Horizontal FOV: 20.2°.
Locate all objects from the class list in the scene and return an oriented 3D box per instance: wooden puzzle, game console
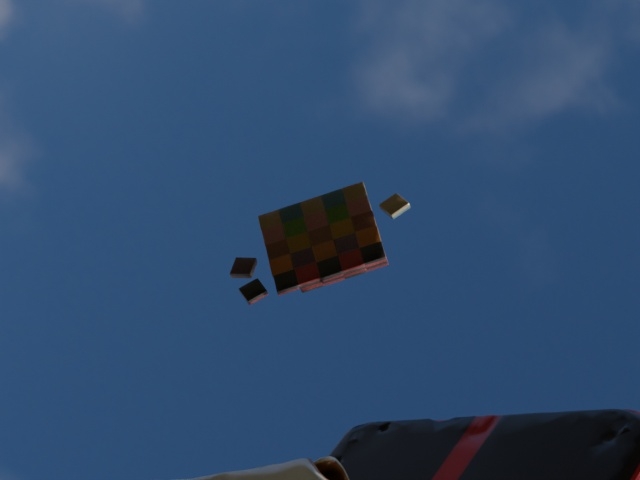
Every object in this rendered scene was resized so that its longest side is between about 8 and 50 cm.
[{"bbox_3d":[0.000,0.000,0.781,0.083,0.006,0.049,-18,-136,2],"label":"wooden puzzle"},{"bbox_3d":[0.067,0.266,1.352,0.342,0.060,0.386,-10,-152,42],"label":"game console"}]

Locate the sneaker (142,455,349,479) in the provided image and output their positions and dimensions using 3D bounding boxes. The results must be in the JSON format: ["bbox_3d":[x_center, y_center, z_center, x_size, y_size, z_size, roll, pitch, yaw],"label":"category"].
[{"bbox_3d":[-0.046,0.212,1.300,0.290,0.106,0.123,3,-150,46],"label":"sneaker"}]
